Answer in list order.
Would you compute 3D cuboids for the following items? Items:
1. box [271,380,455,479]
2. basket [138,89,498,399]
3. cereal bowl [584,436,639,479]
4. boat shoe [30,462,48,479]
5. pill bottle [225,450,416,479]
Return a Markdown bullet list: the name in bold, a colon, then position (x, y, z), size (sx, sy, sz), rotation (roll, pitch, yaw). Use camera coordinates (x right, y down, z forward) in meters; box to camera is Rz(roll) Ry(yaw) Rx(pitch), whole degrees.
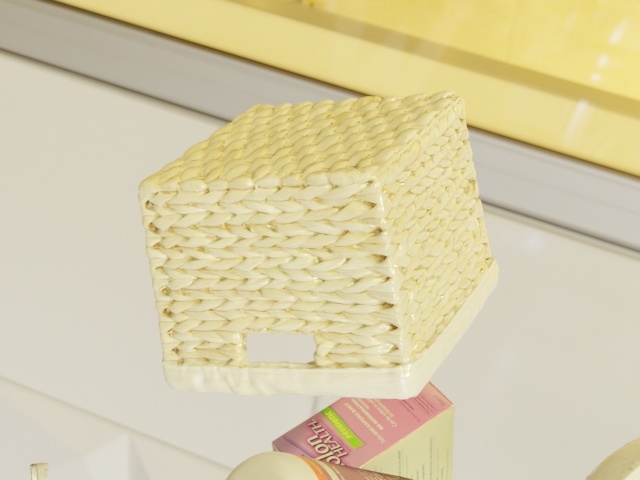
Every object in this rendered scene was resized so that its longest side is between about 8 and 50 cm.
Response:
- **box**: position (0.066, 0.329, 1.813), size (0.243, 0.117, 0.213), rotation (-31, 140, -23)
- **basket**: position (0.000, 0.000, 1.475), size (0.331, 0.328, 0.266), rotation (-45, 128, -56)
- **cereal bowl**: position (0.420, 0.383, 1.507), size (0.141, 0.339, 0.339), rotation (16, -93, 70)
- **boat shoe**: position (-0.429, 0.393, 1.941), size (0.035, 0.035, 0.100), rotation (-173, -104, -73)
- **pill bottle**: position (0.036, 0.363, 1.495), size (0.323, 0.181, 0.181), rotation (20, 89, -40)
